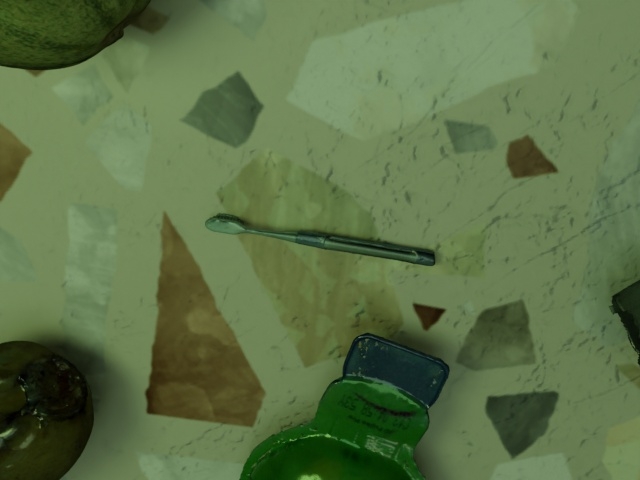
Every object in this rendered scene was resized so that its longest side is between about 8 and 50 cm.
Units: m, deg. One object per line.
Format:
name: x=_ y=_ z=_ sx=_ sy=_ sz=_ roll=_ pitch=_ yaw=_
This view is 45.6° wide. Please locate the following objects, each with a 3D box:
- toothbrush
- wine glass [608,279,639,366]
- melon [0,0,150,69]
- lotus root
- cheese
toothbrush: x=0.000 y=0.000 z=0.718 sx=0.219 sy=0.019 sz=0.016 roll=9 pitch=112 yaw=2
wine glass: x=0.380 y=0.052 z=0.640 sx=0.241 sy=0.126 sz=0.126 roll=-20 pitch=106 yaw=11
melon: x=-0.259 y=-0.270 z=0.533 sx=0.248 sy=0.248 sz=0.329 roll=-41 pitch=103 yaw=18
lotus root: x=-0.346 y=0.206 z=0.766 sx=0.278 sy=0.154 sz=0.154 roll=-35 pitch=102 yaw=15
cheese: x=0.029 y=0.234 z=0.764 sx=0.204 sy=0.083 sz=0.320 roll=21 pitch=113 yaw=1
